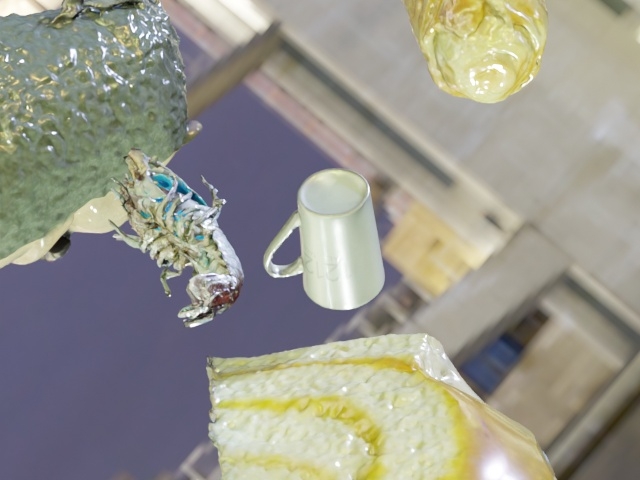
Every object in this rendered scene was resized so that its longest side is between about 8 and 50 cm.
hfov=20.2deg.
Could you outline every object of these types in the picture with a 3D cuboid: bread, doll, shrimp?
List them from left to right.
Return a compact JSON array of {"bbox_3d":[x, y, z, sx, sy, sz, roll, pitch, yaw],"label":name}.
[{"bbox_3d":[-0.269,-0.085,1.553,0.349,0.247,0.247,-30,-16,-24],"label":"doll"},{"bbox_3d":[-0.099,0.003,1.266,0.076,0.174,0.082,9,-59,-37],"label":"shrimp"},{"bbox_3d":[0.053,0.222,1.438,0.264,0.239,0.395,-14,29,1],"label":"bread"},{"bbox_3d":[0.142,-0.227,1.694,0.130,0.152,0.267,-19,26,6],"label":"bread"}]

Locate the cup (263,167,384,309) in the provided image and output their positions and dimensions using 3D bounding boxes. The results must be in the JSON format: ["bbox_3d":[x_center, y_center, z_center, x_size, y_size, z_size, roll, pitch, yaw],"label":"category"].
[{"bbox_3d":[0.003,-0.003,1.188,0.083,0.075,0.054,82,-153,-43],"label":"cup"}]
